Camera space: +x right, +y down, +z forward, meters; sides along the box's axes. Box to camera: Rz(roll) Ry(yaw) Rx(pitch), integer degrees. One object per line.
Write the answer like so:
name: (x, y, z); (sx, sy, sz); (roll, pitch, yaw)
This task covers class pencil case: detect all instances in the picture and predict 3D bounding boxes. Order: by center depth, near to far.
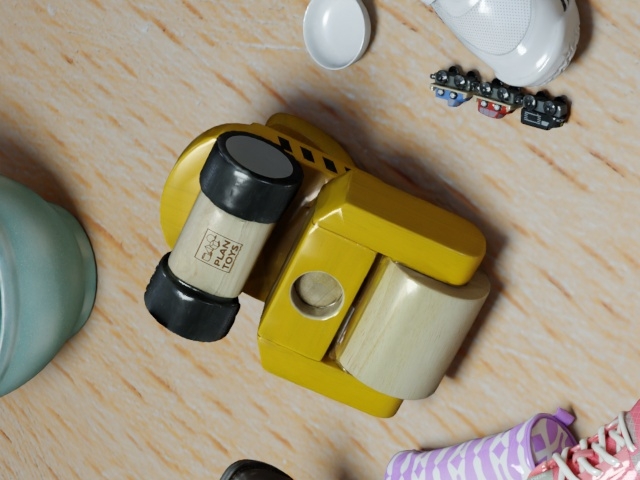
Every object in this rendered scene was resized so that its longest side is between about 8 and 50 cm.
pencil case: (0.156, 0.221, 1.853); (0.206, 0.086, 0.088); (-21, 47, 39)

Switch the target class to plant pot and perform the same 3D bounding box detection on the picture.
plant pot: (-0.388, 0.047, 2.236); (0.293, 0.196, 0.293); (7, 101, 41)

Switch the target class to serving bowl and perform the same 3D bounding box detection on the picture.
serving bowl: (0.021, -0.216, 1.950); (0.083, 0.027, 0.083); (7, 101, 40)

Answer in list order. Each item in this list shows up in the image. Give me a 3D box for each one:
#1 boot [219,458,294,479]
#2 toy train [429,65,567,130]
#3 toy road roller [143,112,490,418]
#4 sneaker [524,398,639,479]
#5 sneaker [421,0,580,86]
boot: (0.046, 0.298, 1.880); (0.229, 0.263, 0.091); (2, 64, 47)
toy train: (0.169, -0.135, 1.833); (0.158, 0.027, 0.036); (21, 120, 38)
toy road roller: (0.000, 0.000, 1.919); (0.329, 0.240, 0.202); (25, 117, -4)
sneaker: (0.249, 0.226, 1.709); (0.136, 0.116, 0.314); (19, 114, -7)
sneaker: (0.078, -0.287, 1.768); (0.137, 0.210, 0.366); (-46, 66, 36)
